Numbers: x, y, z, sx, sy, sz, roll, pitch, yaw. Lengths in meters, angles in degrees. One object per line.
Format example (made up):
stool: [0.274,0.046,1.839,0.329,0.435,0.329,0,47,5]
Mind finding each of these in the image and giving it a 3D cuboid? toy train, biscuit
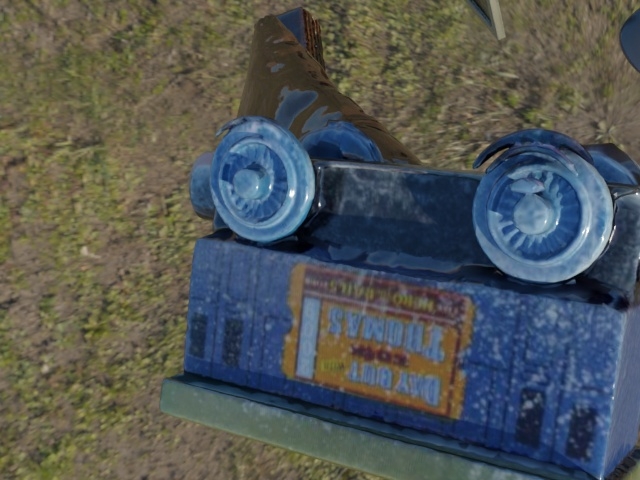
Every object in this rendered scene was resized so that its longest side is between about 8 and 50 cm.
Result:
toy train: [0.054,0.034,0.529,0.300,0.131,0.201,9,97,30]
biscuit: [-0.048,-0.276,1.620,0.106,0.070,0.252,-15,70,24]

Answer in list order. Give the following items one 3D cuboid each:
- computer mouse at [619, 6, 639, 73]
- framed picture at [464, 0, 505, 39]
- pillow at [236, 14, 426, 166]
computer mouse: [0.584,-0.351,1.458,0.232,0.057,0.120,-32,76,14]
framed picture: [0.222,-0.511,1.545,0.020,0.324,0.240,-28,54,1]
pillow: [0.000,0.000,0.810,0.305,0.109,0.307,52,147,43]
